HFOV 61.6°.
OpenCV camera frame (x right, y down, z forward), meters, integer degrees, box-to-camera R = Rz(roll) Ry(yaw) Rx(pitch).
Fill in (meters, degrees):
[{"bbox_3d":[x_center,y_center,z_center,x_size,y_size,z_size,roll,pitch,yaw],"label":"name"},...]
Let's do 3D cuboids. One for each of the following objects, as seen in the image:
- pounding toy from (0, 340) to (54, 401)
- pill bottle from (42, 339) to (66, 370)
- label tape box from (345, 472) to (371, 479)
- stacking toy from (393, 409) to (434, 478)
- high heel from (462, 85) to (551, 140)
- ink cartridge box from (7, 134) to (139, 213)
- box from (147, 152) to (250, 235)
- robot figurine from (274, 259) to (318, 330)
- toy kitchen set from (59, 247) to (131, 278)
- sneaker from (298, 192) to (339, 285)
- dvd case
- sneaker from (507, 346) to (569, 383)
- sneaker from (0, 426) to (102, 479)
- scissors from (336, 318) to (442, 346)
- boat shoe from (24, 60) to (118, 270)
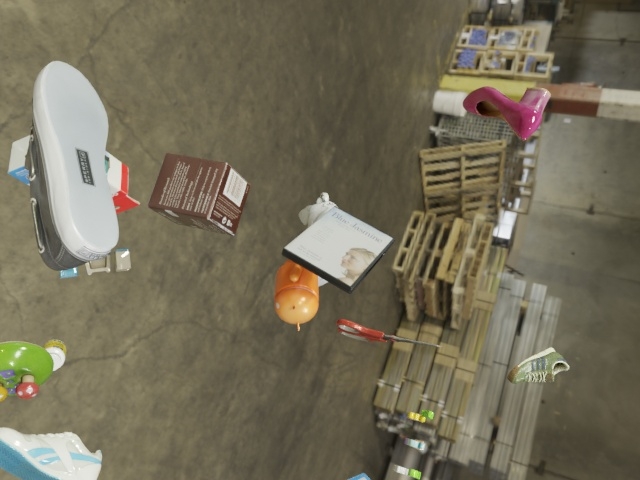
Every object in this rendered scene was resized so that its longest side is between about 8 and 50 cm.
[{"bbox_3d":[-0.780,0.336,1.315,0.183,0.110,0.237,-35,134,9],"label":"pounding toy"},{"bbox_3d":[-0.741,0.320,1.484,0.065,0.116,0.065,-3,98,-23],"label":"pill bottle"},{"bbox_3d":[0.003,0.752,1.294,0.240,0.106,0.334,-3,118,-37],"label":"label tape box"},{"bbox_3d":[0.248,0.540,1.431,0.221,0.052,0.167,84,22,-69],"label":"stacking toy"},{"bbox_3d":[0.397,-0.280,1.218,0.082,0.244,0.117,34,83,-36],"label":"high heel"},{"bbox_3d":[-0.498,-0.134,1.112,0.231,0.134,0.078,48,29,-59],"label":"ink cartridge box"},{"bbox_3d":[-0.338,-0.128,1.517,0.168,0.203,0.167,43,60,-67],"label":"box"},{"bbox_3d":[-0.068,0.145,1.526,0.158,0.128,0.219,-47,-153,30],"label":"robot figurine"},{"bbox_3d":[-0.713,0.045,1.684,0.207,0.166,0.122,-7,88,-24],"label":"toy kitchen set"},{"bbox_3d":[0.000,0.000,2.037,0.137,0.210,0.366,-4,134,-32],"label":"sneaker"},{"bbox_3d":[0.050,0.013,1.248,0.253,0.180,0.022,-42,156,-51],"label":"dvd case"},{"bbox_3d":[0.672,0.399,1.637,0.192,0.086,0.064,-22,130,-19],"label":"sneaker"},{"bbox_3d":[-0.541,0.421,1.059,0.228,0.087,0.092,45,32,-30],"label":"sneaker"},{"bbox_3d":[0.175,0.253,1.390,0.021,0.297,0.109,-68,153,-26],"label":"scissors"},{"bbox_3d":[-0.261,-0.075,0.542,0.080,0.076,0.228,18,49,-62],"label":"boat shoe"}]
